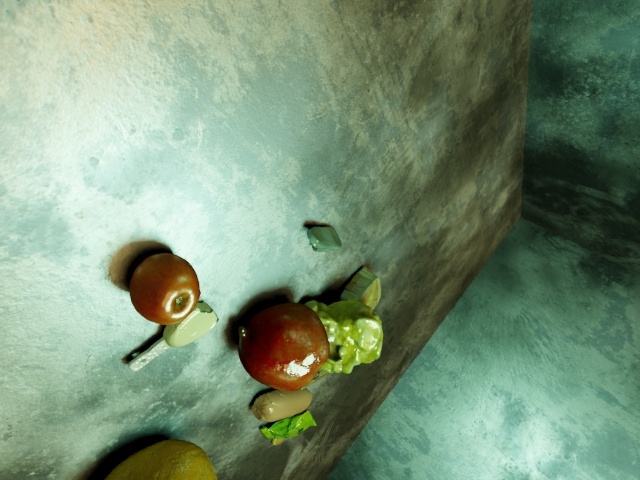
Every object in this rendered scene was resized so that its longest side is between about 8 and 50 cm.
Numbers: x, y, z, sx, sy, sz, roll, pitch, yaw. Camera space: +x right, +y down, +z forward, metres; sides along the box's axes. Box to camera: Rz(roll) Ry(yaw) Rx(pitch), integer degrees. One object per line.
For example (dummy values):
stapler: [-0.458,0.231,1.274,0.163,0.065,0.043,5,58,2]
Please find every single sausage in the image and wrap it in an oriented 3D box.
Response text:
sausage: [-0.163,0.696,1.721,0.304,0.121,0.121,17,106,-54]

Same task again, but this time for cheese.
cheese: [-0.399,0.260,1.092,0.255,0.050,0.127,-37,144,-25]

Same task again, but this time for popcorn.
popcorn: [0.076,0.361,1.587,0.333,0.293,0.293,-5,95,-15]

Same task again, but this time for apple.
apple: [-0.357,0.114,0.932,0.163,0.139,0.164,-29,139,-30]

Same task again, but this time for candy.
candy: [-0.147,0.865,1.860,0.246,0.069,0.149,-20,136,-7]

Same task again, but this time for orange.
orange: [-0.492,0.783,1.214,0.356,0.322,0.322,-15,133,-21]

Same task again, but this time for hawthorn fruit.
hawthorn fruit: [-0.120,0.357,1.336,0.311,0.295,0.295,-15,131,-40]

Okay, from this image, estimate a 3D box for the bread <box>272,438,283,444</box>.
bread: [-0.198,0.984,2.025,0.110,0.024,0.110,-32,140,-31]

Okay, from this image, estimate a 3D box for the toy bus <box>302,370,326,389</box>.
toy bus: [-0.011,0.588,1.851,0.268,0.092,0.106,-15,140,-45]

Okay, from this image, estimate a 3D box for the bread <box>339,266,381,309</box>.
bread: [0.172,0.240,1.746,0.192,0.109,0.210,-48,148,-22]

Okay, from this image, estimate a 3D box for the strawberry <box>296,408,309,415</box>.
strawberry: [-0.124,0.830,1.941,0.121,0.082,0.188,-7,134,-20]

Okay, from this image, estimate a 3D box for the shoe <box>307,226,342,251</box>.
shoe: [0.000,0.000,1.361,0.078,0.079,0.195,-26,165,23]
